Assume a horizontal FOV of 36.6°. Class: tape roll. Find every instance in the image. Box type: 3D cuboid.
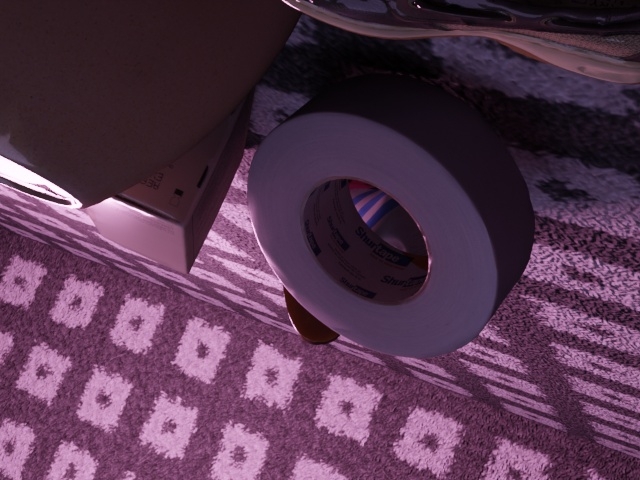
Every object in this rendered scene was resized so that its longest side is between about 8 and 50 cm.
[{"bbox_3d":[0.051,-0.016,0.754,0.219,0.072,0.219,21,134,24],"label":"tape roll"}]

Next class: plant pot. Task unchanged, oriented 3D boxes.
[{"bbox_3d":[-0.175,-0.133,0.630,0.284,0.191,0.284,22,168,5],"label":"plant pot"}]

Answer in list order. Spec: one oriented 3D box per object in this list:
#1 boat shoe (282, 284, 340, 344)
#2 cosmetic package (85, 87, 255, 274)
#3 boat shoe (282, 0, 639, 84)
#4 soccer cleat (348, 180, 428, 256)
[{"bbox_3d":[0.000,0.000,0.909,0.073,0.207,0.073,1,161,-2],"label":"boat shoe"},{"bbox_3d":[-0.145,-0.076,0.927,0.113,0.160,0.309,24,168,-4],"label":"cosmetic package"},{"bbox_3d":[0.072,-0.135,0.452,0.223,0.080,0.073,16,163,5],"label":"boat shoe"},{"bbox_3d":[0.050,0.010,0.984,0.116,0.143,0.331,26,169,-19],"label":"soccer cleat"}]
